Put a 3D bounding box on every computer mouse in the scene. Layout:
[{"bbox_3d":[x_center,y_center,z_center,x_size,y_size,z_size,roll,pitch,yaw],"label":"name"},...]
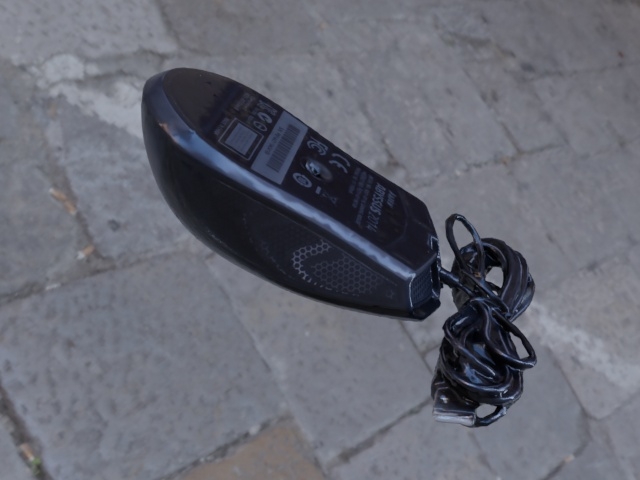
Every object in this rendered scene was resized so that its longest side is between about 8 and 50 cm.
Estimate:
[{"bbox_3d":[0.000,0.000,0.583,0.272,0.072,0.188,34,28,-2],"label":"computer mouse"}]
